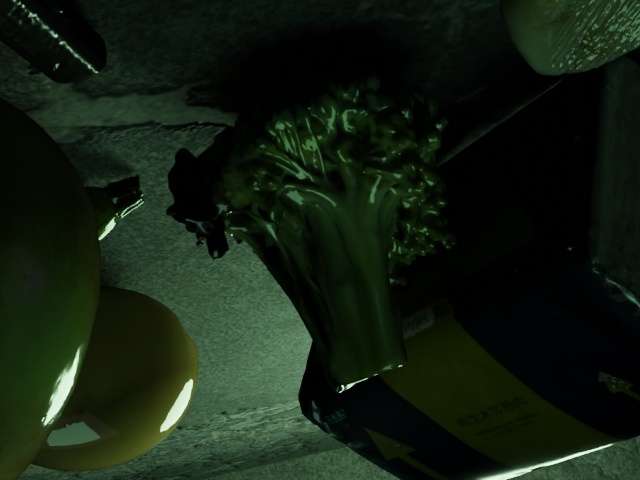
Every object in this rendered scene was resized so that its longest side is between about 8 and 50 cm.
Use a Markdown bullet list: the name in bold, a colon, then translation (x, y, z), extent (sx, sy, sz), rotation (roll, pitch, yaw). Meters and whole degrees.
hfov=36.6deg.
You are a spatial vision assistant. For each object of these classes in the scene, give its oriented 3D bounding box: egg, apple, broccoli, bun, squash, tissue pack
- **egg**: translation (-0.255, 0.153, 1.059), extent (0.201, 0.201, 0.244), rotation (-29, 176, 34)
- **apple**: translation (-0.300, 0.034, 0.611), extent (0.277, 0.319, 0.319), rotation (28, 137, -34)
- **broccoli**: translation (0.000, 0.000, 0.787), extent (0.246, 0.243, 0.263), rotation (-10, 166, -25)
- **bun**: translation (0.179, -0.193, 0.613), extent (0.183, 0.102, 0.183), rotation (-27, 155, -14)
- **squash**: translation (-0.277, 0.001, 0.861), extent (0.252, 0.066, 0.066), rotation (-16, 159, 4)
- **tissue pack**: translation (0.194, 0.059, 0.943), extent (0.253, 0.264, 0.416), rotation (34, 140, -16)

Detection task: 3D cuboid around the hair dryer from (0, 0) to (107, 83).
- **hair dryer**: translation (-0.179, -0.154, 0.549), extent (0.197, 0.089, 0.251), rotation (-17, 168, 3)
